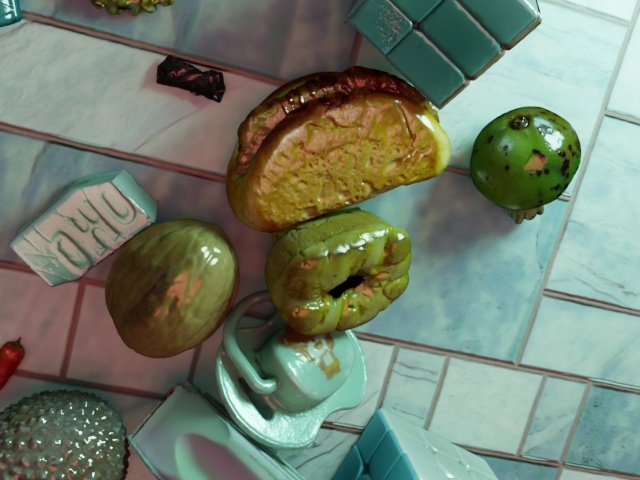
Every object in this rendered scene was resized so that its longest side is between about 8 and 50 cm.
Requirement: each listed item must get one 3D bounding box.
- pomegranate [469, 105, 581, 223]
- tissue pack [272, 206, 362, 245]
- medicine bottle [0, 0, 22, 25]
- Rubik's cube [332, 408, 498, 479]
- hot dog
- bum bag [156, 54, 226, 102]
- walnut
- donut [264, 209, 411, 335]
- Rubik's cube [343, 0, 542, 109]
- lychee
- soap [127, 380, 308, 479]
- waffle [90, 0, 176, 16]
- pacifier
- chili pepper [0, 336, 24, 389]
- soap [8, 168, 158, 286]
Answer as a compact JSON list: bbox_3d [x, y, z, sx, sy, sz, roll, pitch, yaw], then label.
[{"bbox_3d":[0.381,-0.132,1.507,0.202,0.202,0.248,-23,138,-3],"label":"pomegranate"},{"bbox_3d":[0.000,0.000,1.524,0.176,0.062,0.095,-8,106,-9],"label":"tissue pack"},{"bbox_3d":[-0.559,-0.448,1.299,0.124,0.079,0.258,-6,105,-8],"label":"medicine bottle"},{"bbox_3d":[0.188,0.561,1.586,0.291,0.290,0.292,31,99,-16],"label":"Rubik's cube"},{"bbox_3d":[0.016,-0.179,1.417,0.405,0.185,0.223,-18,108,-6],"label":"hot dog"},{"bbox_3d":[-0.227,-0.285,1.423,0.124,0.034,0.058,17,110,-13],"label":"bum bag"},{"bbox_3d":[-0.255,0.078,1.417,0.225,0.225,0.261,33,94,-16],"label":"walnut"},{"bbox_3d":[0.029,0.058,1.417,0.261,0.128,0.208,-10,128,-26],"label":"donut"},{"bbox_3d":[0.201,-0.396,1.336,0.231,0.221,0.224,41,120,-16],"label":"Rubik's cube"},{"bbox_3d":[-0.482,0.397,1.429,0.300,0.300,0.300,-2,105,-9],"label":"lychee"},{"bbox_3d":[-0.116,0.434,1.388,0.156,0.446,0.261,-51,150,-8],"label":"soap"},{"bbox_3d":[-0.318,-0.483,1.344,0.208,0.054,0.214,-13,108,-3],"label":"waffle"},{"bbox_3d":[-0.082,0.247,1.505,0.269,0.343,0.288,-41,79,40],"label":"pacifier"},{"bbox_3d":[-0.602,0.255,1.504,0.045,0.027,0.178,32,99,-17],"label":"chili pepper"},{"bbox_3d":[-0.410,-0.026,1.431,0.230,0.091,0.145,-41,108,3],"label":"soap"}]
